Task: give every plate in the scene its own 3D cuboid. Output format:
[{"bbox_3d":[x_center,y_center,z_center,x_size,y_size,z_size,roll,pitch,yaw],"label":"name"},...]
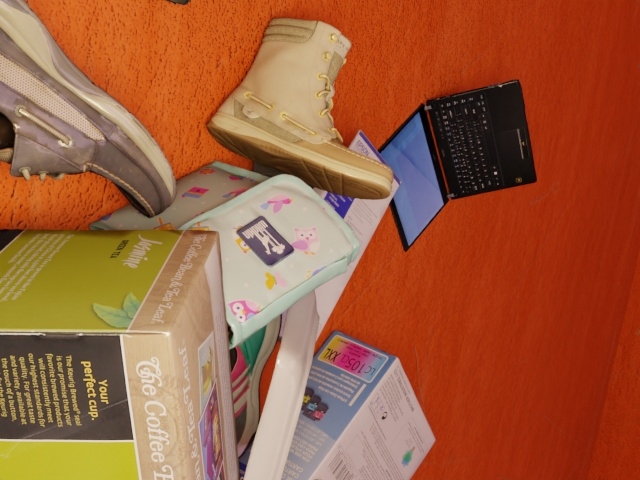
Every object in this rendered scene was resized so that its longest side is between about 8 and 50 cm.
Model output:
[{"bbox_3d":[-0.050,0.207,1.034,0.278,0.045,0.277,-78,-178,-72],"label":"plate"}]

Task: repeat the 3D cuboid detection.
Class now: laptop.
[{"bbox_3d":[0.251,-0.130,1.483,0.137,0.264,0.234,-87,161,-48],"label":"laptop"}]

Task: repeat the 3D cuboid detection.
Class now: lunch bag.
[{"bbox_3d":[-0.113,0.018,1.009,0.223,0.262,0.160,-32,127,-38],"label":"lunch bag"}]

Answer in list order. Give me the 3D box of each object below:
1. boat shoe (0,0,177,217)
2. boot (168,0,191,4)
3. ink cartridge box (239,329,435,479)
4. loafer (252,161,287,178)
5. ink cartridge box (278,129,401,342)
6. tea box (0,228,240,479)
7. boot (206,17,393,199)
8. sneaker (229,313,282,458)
[{"bbox_3d":[-0.296,-0.131,0.861,0.130,0.132,0.355,-50,129,-11],"label":"boat shoe"},{"bbox_3d":[-0.134,-0.342,1.007,0.197,0.077,0.137,6,105,-37],"label":"boot"},{"bbox_3d":[0.004,0.392,1.380,0.395,0.151,0.270,-51,136,-27],"label":"ink cartridge box"},{"bbox_3d":[-0.053,-0.055,1.184,0.087,0.094,0.251,9,95,-50],"label":"loafer"},{"bbox_3d":[0.000,0.000,1.295,0.333,0.065,0.165,-60,140,-13],"label":"ink cartridge box"},{"bbox_3d":[-0.259,0.178,0.806,0.220,0.323,0.329,-79,169,-66],"label":"tea box"},{"bbox_3d":[0.006,-0.179,1.089,0.204,0.261,0.095,-63,161,-15],"label":"boot"},{"bbox_3d":[-0.166,0.199,1.131,0.178,0.124,0.296,-6,120,-38],"label":"sneaker"}]
